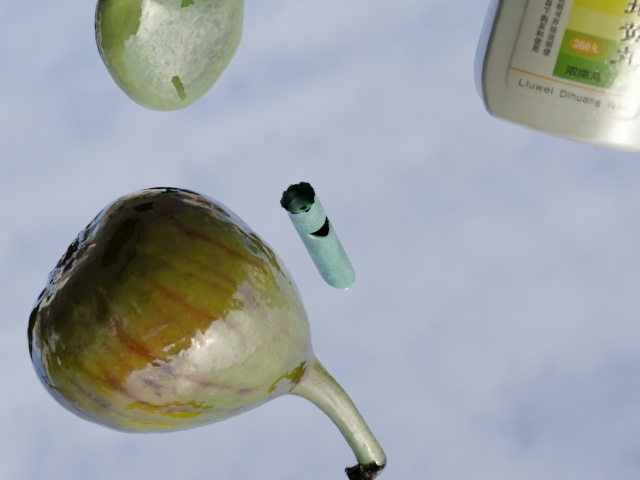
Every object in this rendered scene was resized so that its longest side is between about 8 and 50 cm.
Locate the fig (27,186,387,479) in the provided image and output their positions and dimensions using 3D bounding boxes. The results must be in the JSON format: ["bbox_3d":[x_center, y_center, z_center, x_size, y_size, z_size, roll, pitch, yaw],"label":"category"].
[{"bbox_3d":[-0.043,0.074,0.948,0.151,0.259,0.151,-50,-160,25],"label":"fig"}]

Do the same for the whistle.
[{"bbox_3d":[0.000,0.000,1.644,0.039,0.186,0.039,-6,-119,12],"label":"whistle"}]

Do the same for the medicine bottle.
[{"bbox_3d":[0.255,-0.252,1.392,0.179,0.324,0.124,14,-164,-4],"label":"medicine bottle"}]

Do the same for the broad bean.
[{"bbox_3d":[-0.147,-0.239,1.585,0.169,0.228,0.100,-4,-146,-39],"label":"broad bean"}]
